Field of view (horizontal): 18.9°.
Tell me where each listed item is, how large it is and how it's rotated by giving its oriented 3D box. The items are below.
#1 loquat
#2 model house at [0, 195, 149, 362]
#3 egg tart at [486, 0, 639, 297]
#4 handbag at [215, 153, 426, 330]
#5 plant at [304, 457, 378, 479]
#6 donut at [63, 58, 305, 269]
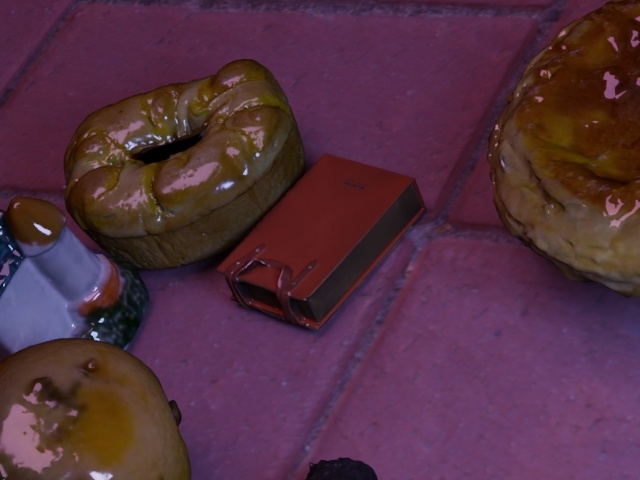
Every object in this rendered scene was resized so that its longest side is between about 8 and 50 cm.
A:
[{"bbox_3d":[-0.222,0.201,1.722,0.243,0.244,0.244,-15,42,14],"label":"loquat"},{"bbox_3d":[-0.357,0.014,1.935,0.271,0.301,0.190,13,61,37],"label":"model house"},{"bbox_3d":[0.365,-0.086,1.729,0.443,0.178,0.443,-16,39,14],"label":"egg tart"},{"bbox_3d":[0.000,0.000,1.927,0.127,0.063,0.190,19,55,40],"label":"handbag"},{"bbox_3d":[0.008,0.254,1.634,0.094,0.092,0.143,-5,36,14],"label":"plant"},{"bbox_3d":[-0.143,-0.072,2.026,0.261,0.128,0.208,-18,42,11],"label":"donut"}]
